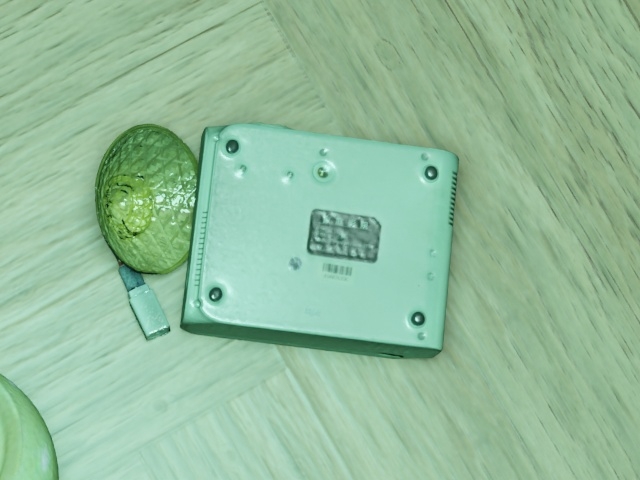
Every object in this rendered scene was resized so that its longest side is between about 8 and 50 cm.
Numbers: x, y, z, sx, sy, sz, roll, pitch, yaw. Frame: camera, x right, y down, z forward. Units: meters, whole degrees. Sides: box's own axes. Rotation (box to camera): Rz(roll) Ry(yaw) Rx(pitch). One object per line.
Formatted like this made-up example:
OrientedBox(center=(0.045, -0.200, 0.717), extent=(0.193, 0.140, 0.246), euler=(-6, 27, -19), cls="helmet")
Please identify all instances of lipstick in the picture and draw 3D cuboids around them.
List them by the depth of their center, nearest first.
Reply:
OrientedBox(center=(-0.179, 0.044, 1.801), extent=(0.025, 0.025, 0.107), euler=(-25, 77, -11), cls="lipstick")

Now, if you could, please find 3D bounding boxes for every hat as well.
OrientedBox(center=(-0.184, -0.038, 1.801), extent=(0.146, 0.067, 0.146), euler=(3, 86, -48), cls="hat")

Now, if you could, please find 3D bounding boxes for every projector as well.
OrientedBox(center=(0.000, 0.000, 1.789), extent=(0.250, 0.108, 0.198), euler=(8, 78, -6), cls="projector")

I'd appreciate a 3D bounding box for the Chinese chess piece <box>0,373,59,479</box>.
OrientedBox(center=(-0.357, 0.219, 1.655), extent=(0.250, 0.101, 0.250), euler=(-6, 54, 8), cls="Chinese chess piece")
